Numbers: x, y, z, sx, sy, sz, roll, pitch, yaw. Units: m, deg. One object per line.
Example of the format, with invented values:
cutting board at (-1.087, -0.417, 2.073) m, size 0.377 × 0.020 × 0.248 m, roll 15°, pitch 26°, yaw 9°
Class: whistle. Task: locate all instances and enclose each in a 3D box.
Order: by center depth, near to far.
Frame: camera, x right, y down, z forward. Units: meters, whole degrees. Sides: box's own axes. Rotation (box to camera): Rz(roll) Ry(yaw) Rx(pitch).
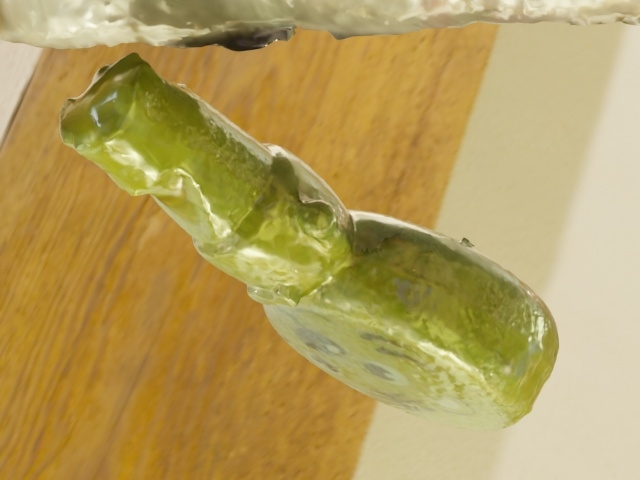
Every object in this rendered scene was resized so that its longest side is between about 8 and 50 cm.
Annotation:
whistle at (0.000, 0.000, 0.638) m, size 0.198 × 0.104 × 0.057 m, roll 38°, pitch -110°, yaw -30°

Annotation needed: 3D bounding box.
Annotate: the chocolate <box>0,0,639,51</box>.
chocolate at (0.031, -0.155, 0.622) m, size 0.303 × 0.100 × 0.185 m, roll -1°, pitch -135°, yaw 17°
